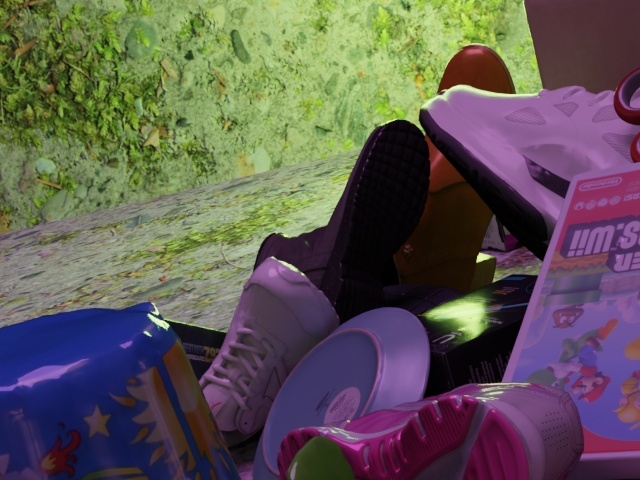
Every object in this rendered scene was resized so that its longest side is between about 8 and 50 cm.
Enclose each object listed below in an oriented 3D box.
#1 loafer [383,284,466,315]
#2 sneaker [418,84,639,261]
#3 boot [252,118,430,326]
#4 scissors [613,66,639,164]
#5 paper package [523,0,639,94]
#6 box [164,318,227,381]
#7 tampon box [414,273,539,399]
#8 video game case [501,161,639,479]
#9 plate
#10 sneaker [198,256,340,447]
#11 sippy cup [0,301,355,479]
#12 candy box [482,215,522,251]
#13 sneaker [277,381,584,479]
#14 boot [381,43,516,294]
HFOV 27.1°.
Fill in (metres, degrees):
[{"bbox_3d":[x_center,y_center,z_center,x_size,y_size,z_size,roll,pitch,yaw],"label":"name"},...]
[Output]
[{"bbox_3d":[0.052,0.093,1.280,0.267,0.084,0.096,2,24,46],"label":"loafer"},{"bbox_3d":[0.287,-0.083,1.164,0.257,0.169,0.447,-46,39,0],"label":"sneaker"},{"bbox_3d":[0.000,0.000,1.239,0.083,0.247,0.161,29,-16,-37],"label":"boot"},{"bbox_3d":[0.355,-0.162,1.026,0.297,0.021,0.109,-36,41,12],"label":"scissors"},{"bbox_3d":[0.384,-0.120,1.258,0.309,0.325,0.168,-6,12,45],"label":"paper package"},{"bbox_3d":[-0.189,0.120,1.270,0.183,0.059,0.232,-11,-14,22],"label":"box"},{"bbox_3d":[0.137,0.101,1.043,0.161,0.102,0.120,-21,11,-27],"label":"tampon box"},{"bbox_3d":[0.233,0.041,0.911,0.204,0.025,0.285,-10,40,38],"label":"video game case"},{"bbox_3d":[0.007,0.125,0.996,0.188,0.024,0.188,-39,28,25],"label":"plate"},{"bbox_3d":[-0.054,0.110,1.123,0.090,0.232,0.115,36,55,18],"label":"sneaker"},{"bbox_3d":[-0.139,0.162,0.754,0.305,0.224,0.240,-15,11,-8],"label":"sippy cup"},{"bbox_3d":[0.239,-0.048,1.782,0.159,0.071,0.233,-20,11,-24],"label":"candy box"},{"bbox_3d":[0.069,0.150,0.841,0.111,0.103,0.252,-8,-8,-40],"label":"sneaker"},{"bbox_3d":[0.116,-0.053,1.373,0.104,0.295,0.211,9,13,35],"label":"boot"}]
